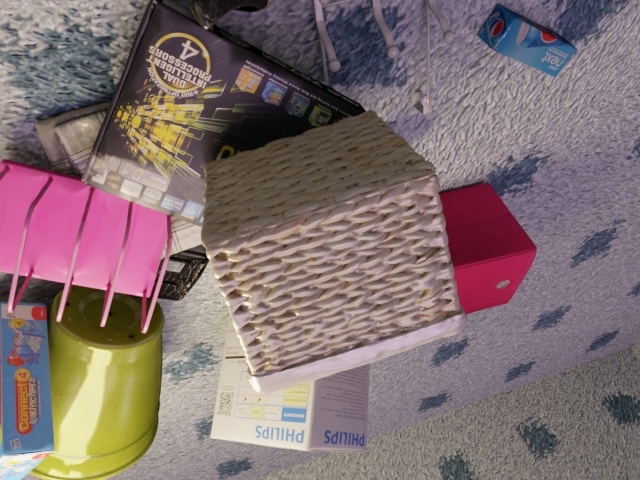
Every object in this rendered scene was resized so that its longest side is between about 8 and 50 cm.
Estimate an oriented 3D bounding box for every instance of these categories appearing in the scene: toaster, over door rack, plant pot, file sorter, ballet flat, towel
[{"bbox_3d":[-0.349,0.045,1.177,0.185,0.110,0.168,14,129,-38],"label":"toaster"},{"bbox_3d":[0.117,-0.335,0.982,0.239,0.108,0.324,-16,141,-8],"label":"over door rack"},{"bbox_3d":[-0.524,0.292,1.223,0.366,0.366,0.353,6,120,-33],"label":"plant pot"},{"bbox_3d":[-0.412,0.020,0.884,0.290,0.182,0.202,14,109,-22],"label":"file sorter"},{"bbox_3d":[-0.137,-0.359,0.813,0.173,0.057,0.049,-38,119,-48],"label":"ballet flat"},{"bbox_3d":[-0.312,-0.113,0.979,0.324,0.056,0.312,-18,121,-7],"label":"towel"}]

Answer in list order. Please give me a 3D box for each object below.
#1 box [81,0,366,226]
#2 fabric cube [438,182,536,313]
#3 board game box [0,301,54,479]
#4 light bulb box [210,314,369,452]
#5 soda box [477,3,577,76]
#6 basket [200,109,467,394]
[{"bbox_3d":[-0.159,-0.174,0.909,0.395,0.097,0.318,23,115,-25],"label":"box"},{"bbox_3d":[0.371,0.036,1.420,0.258,0.259,0.254,-12,141,-14],"label":"fabric cube"},{"bbox_3d":[-0.652,0.331,1.064,0.086,0.308,0.302,13,136,-45],"label":"board game box"},{"bbox_3d":[-0.072,0.349,1.372,0.358,0.361,0.225,-12,154,40],"label":"light bulb box"},{"bbox_3d":[0.431,-0.412,1.087,0.210,0.067,0.071,6,133,-33],"label":"soda box"},{"bbox_3d":[0.000,0.000,0.812,0.331,0.328,0.266,-18,120,-2],"label":"basket"}]
